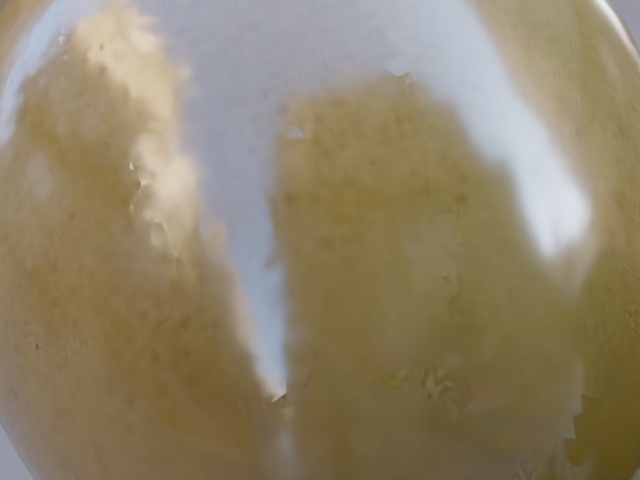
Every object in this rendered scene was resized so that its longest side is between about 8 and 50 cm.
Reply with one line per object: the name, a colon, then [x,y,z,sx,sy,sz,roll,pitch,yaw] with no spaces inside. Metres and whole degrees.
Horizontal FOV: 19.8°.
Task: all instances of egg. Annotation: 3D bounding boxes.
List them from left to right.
egg: [0.000,0.000,0.624,0.250,0.250,0.322,-7,37,-7]
